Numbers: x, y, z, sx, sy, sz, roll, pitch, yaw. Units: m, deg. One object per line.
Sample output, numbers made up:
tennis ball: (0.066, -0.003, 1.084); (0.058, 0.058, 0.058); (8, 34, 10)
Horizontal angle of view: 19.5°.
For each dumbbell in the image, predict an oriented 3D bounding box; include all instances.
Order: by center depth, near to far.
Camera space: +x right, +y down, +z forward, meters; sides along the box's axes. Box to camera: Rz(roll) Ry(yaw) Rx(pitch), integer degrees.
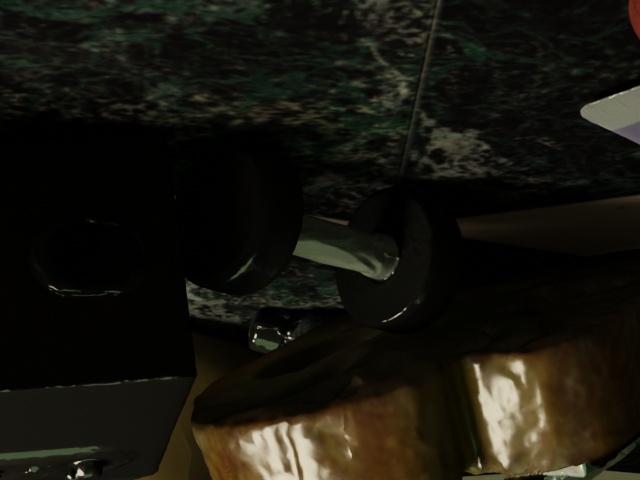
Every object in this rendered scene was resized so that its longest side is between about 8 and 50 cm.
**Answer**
dumbbell: (0.000, 0.000, 1.239); (0.191, 0.100, 0.100); (15, 158, -43)

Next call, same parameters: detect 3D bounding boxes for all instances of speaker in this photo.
speaker: (-0.225, 0.058, 1.209); (0.254, 0.184, 0.232); (-3, 157, -14)

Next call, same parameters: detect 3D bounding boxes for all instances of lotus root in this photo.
lotus root: (0.092, 0.101, 1.384); (0.390, 0.111, 0.375); (-19, -173, -11)

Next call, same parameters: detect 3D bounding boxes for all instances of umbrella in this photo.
umbrella: (0.048, 0.097, 1.640); (0.224, 0.071, 0.080); (14, -158, -4)

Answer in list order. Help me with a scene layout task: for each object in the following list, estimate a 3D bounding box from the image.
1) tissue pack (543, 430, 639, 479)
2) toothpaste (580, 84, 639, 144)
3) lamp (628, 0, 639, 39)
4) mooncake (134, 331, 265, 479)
tissue pack: (0.204, 0.148, 1.452); (0.085, 0.079, 0.111); (-6, -164, 46)
toothpaste: (0.335, -0.037, 1.171); (0.371, 0.080, 0.125); (18, 157, -35)
lamp: (0.196, -0.109, 0.868); (0.107, 0.092, 0.107); (29, 154, 15)
mooncake: (-0.239, 0.238, 1.794); (0.467, 0.262, 0.467); (2, 164, 1)
